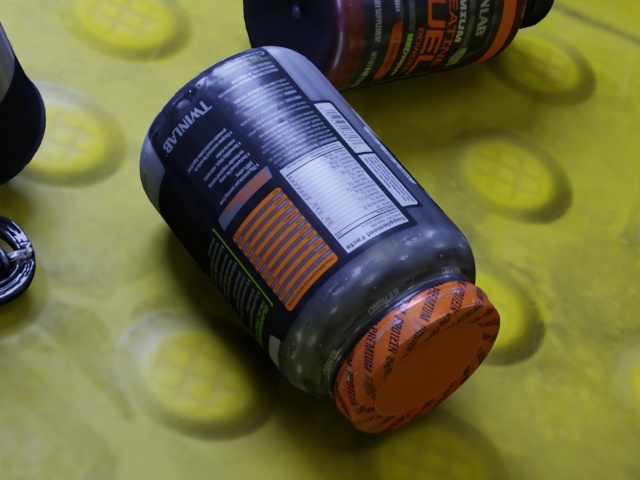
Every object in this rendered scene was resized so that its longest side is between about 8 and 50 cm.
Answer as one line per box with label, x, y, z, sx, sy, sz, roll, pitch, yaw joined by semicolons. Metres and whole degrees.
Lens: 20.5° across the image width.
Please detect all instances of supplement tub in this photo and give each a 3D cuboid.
supplement tub;0.000;0.000;0.911;0.117;0.117;0.190;-17;55;-37
supplement tub;0.056;-0.155;1.110;0.198;0.106;0.106;-16;54;-36

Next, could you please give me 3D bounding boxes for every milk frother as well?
milk frother;-0.188;-0.057;0.870;0.129;0.135;0.143;-43;66;-14
